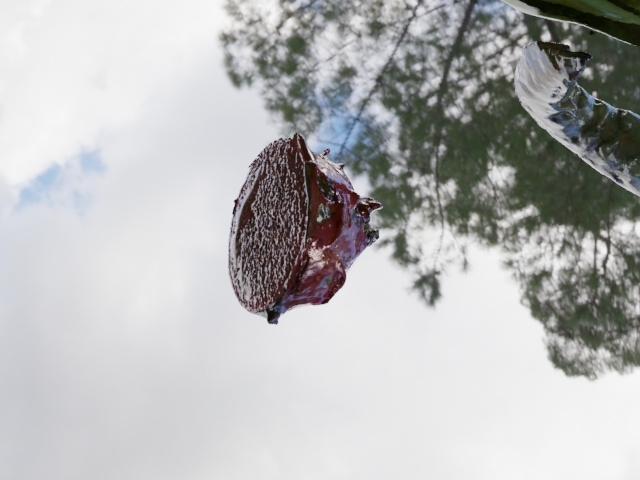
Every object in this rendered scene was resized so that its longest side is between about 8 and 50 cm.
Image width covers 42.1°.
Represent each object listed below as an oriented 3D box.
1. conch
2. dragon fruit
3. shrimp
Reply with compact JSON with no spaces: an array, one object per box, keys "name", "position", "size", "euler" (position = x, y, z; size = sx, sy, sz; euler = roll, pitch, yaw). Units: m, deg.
[{"name":"conch","position":[0.189,-0.238,0.703],"size":[0.201,0.095,0.079],"euler":[26,-117,20]},{"name":"dragon fruit","position":[0.000,0.000,0.685],"size":[0.153,0.111,0.153],"euler":[-32,-127,57]},{"name":"shrimp","position":[0.268,-0.115,0.775],"size":[0.068,0.287,0.185],"euler":[-57,-147,-1]}]
